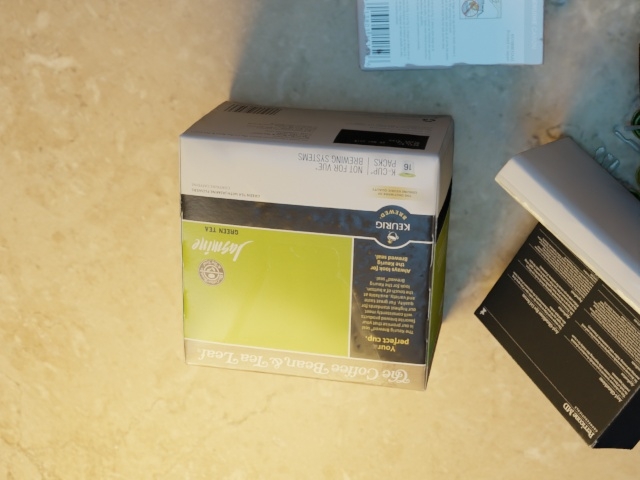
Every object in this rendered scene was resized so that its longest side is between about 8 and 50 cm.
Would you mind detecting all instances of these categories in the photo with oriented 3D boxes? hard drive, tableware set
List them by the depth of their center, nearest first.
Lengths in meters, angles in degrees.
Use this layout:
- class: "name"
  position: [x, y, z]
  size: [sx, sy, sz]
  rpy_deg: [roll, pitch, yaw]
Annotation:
- class: "hard drive"
  position: [0.387, 0.016, 1.350]
  size: [0.353, 0.233, 0.047]
  rpy_deg: [46, 117, 14]
- class: "tableware set"
  position: [0.427, -0.109, 1.463]
  size: [0.104, 0.024, 0.154]
  rpy_deg: [40, 111, -4]

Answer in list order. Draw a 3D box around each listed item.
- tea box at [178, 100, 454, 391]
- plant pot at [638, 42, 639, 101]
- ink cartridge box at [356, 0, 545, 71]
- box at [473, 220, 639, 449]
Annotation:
- class: "tea box"
  position: [0.000, 0.000, 1.484]
  size: [0.329, 0.220, 0.323]
  rpy_deg: [6, 109, 10]
- class: "plant pot"
  position: [0.480, -0.113, 1.338]
  size: [0.215, 0.215, 0.230]
  rpy_deg: [5, 106, 10]
- class: "ink cartridge box"
  position: [0.163, -0.357, 1.411]
  size: [0.239, 0.060, 0.275]
  rpy_deg: [0, 109, 10]
- class: "box"
  position: [0.346, 0.113, 1.437]
  size: [0.103, 0.261, 0.184]
  rpy_deg: [14, 119, -43]
